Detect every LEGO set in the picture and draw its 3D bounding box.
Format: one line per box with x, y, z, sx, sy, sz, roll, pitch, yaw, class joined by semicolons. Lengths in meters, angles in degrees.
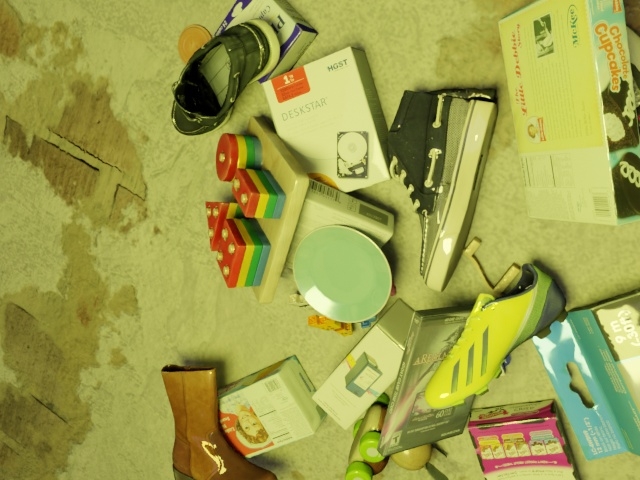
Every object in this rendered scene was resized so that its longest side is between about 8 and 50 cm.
0.053;0.140;1.025;0.227;0.093;0.087;-16;55;29;LEGO set

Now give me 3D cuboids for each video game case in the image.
0.209;0.240;0.907;0.026;0.196;0.274;38;122;52;video game case

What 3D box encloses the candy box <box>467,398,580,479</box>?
0.386;0.423;0.965;0.159;0.071;0.233;-16;96;25;candy box

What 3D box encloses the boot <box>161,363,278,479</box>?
-0.215;0.403;1.120;0.264;0.096;0.280;1;98;31;boot

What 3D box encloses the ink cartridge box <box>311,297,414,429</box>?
0.100;0.229;0.986;0.093;0.154;0.212;43;116;9;ink cartridge box

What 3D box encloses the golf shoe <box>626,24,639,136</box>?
0.448;-0.207;0.749;0.105;0.120;0.272;-28;91;27;golf shoe

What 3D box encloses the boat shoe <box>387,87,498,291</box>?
0.184;-0.094;0.890;0.158;0.127;0.340;16;98;23;boat shoe

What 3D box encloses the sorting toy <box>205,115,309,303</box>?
-0.138;-0.062;0.947;0.255;0.089;0.257;56;136;47;sorting toy

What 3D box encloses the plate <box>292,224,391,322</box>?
0.039;0.059;0.933;0.188;0.024;0.188;9;114;22;plate

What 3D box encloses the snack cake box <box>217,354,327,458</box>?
-0.135;0.381;1.160;0.264;0.089;0.152;-29;93;26;snack cake box

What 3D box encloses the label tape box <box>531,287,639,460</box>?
0.529;0.196;0.795;0.348;0.115;0.249;-26;77;24;label tape box

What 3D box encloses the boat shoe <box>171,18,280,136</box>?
-0.211;-0.275;0.954;0.340;0.113;0.127;-17;105;47;boat shoe

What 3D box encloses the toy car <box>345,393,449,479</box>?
0.160;0.416;1.024;0.188;0.155;0.149;21;111;3;toy car

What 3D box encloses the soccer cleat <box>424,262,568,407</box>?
0.268;0.153;0.851;0.289;0.093;0.121;-40;96;-5;soccer cleat

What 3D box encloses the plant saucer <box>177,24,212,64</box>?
-0.252;-0.389;1.047;0.084;0.013;0.083;6;107;21;plant saucer

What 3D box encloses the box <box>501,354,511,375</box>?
0.283;0.222;0.980;0.136;0.028;0.081;-19;96;27;box

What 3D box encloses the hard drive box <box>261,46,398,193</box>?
0.021;-0.200;0.943;0.181;0.089;0.232;-15;97;25;hard drive box

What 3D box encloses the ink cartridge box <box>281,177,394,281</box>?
0.000;0.000;0.978;0.189;0.066;0.232;21;142;-14;ink cartridge box

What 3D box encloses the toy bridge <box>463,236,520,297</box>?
0.327;0.069;0.921;0.188;0.026;0.063;36;115;10;toy bridge

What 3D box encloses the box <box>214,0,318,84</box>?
-0.100;-0.377;0.955;0.137;0.072;0.126;46;116;5;box

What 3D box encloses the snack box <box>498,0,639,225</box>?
0.359;-0.187;0.757;0.060;0.187;0.321;-15;100;-13;snack box
